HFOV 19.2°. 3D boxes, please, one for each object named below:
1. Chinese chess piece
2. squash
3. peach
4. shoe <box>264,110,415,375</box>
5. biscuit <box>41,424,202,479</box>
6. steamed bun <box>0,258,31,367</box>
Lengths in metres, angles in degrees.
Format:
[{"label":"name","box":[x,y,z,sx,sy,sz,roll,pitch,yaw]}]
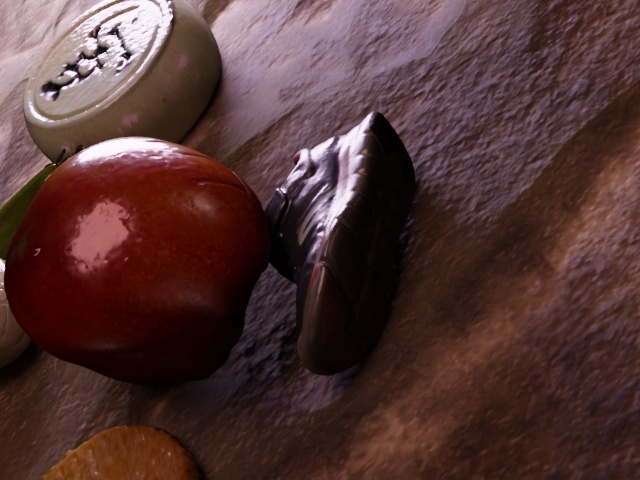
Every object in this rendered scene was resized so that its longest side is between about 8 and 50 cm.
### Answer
[{"label":"Chinese chess piece","box":[-0.237,-0.188,2.253,0.250,0.101,0.250,-25,40,23]},{"label":"squash","box":[-0.372,0.002,2.210,0.318,0.080,0.071,-36,-1,15]},{"label":"peach","box":[-0.178,0.030,1.853,0.245,0.248,0.275,-18,19,-31]},{"label":"shoe","box":[0.000,0.000,1.825,0.137,0.114,0.291,-13,44,29]},{"label":"biscuit","box":[-0.212,0.286,1.814,0.254,0.035,0.254,-27,38,23]},{"label":"steamed bun","box":[-0.365,0.090,2.107,0.112,0.091,0.130,-25,38,18]}]
